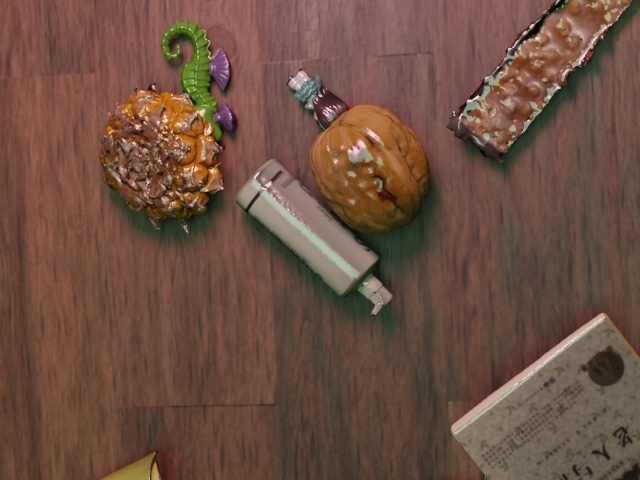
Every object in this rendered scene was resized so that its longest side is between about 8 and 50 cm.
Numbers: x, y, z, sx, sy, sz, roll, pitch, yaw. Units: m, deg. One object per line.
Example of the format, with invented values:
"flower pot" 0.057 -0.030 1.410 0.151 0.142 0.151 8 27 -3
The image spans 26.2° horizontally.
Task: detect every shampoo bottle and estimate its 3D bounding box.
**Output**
"shampoo bottle" 0.000 0.000 1.948 0.262 0.085 0.085 43 99 5

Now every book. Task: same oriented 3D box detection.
"book" 0.394 0.321 1.878 0.269 0.032 0.389 -39 101 4

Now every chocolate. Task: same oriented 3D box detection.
"chocolate" 0.310 -0.257 1.894 0.102 0.065 0.329 39 100 -9

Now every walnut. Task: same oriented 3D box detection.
"walnut" 0.073 -0.094 1.902 0.155 0.155 0.184 -33 103 10

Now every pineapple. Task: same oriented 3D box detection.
"pineapple" -0.237 -0.116 1.959 0.225 0.076 0.225 9 112 24

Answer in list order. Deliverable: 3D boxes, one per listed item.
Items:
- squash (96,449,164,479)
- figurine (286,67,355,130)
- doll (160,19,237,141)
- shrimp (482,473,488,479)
"squash" -0.327 0.417 2.030 0.287 0.137 0.137 -25 89 22
"figurine" 0.001 -0.201 1.958 0.106 0.047 0.060 46 58 10
"doll" -0.183 -0.224 1.983 0.115 0.050 0.190 -5 91 3
"shrimp" 0.345 0.315 1.923 0.262 0.066 0.117 -34 87 7
